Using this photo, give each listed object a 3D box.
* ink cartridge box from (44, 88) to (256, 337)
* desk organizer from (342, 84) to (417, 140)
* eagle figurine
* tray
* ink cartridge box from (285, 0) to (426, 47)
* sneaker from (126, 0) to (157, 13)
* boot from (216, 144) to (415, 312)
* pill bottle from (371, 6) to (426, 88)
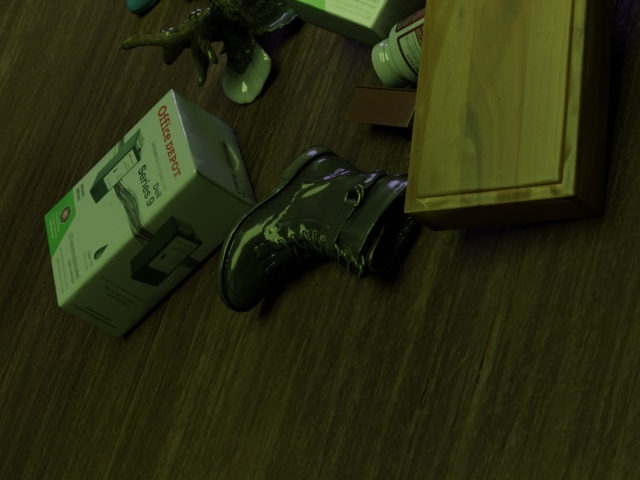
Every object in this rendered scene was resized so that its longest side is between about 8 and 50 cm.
[{"bbox_3d":[-0.245,-0.040,1.967,0.289,0.121,0.211,-43,39,18],"label":"ink cartridge box"},{"bbox_3d":[0.090,-0.158,1.731,0.130,0.047,0.050,13,76,52],"label":"desk organizer"},{"bbox_3d":[-0.119,-0.371,2.055,0.226,0.225,0.298,26,46,16],"label":"eagle figurine"},{"bbox_3d":[0.212,-0.223,1.526,0.203,0.076,0.411,-5,70,35],"label":"tray"},{"bbox_3d":[0.074,-0.375,1.832,0.160,0.092,0.219,25,84,30],"label":"ink cartridge box"},{"bbox_3d":[-0.276,-0.481,2.369,0.209,0.082,0.069,-48,39,16],"label":"sneaker"},{"bbox_3d":[0.000,0.000,1.680,0.263,0.091,0.229,-57,35,-3],"label":"boot"},{"bbox_3d":[0.140,-0.244,1.703,0.152,0.086,0.086,-25,47,36],"label":"pill bottle"}]
